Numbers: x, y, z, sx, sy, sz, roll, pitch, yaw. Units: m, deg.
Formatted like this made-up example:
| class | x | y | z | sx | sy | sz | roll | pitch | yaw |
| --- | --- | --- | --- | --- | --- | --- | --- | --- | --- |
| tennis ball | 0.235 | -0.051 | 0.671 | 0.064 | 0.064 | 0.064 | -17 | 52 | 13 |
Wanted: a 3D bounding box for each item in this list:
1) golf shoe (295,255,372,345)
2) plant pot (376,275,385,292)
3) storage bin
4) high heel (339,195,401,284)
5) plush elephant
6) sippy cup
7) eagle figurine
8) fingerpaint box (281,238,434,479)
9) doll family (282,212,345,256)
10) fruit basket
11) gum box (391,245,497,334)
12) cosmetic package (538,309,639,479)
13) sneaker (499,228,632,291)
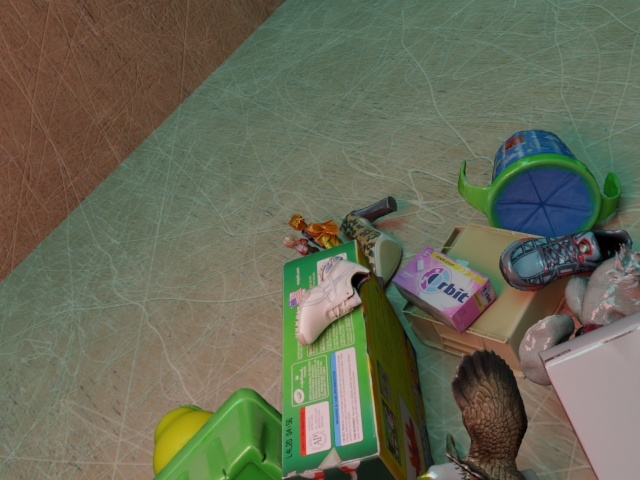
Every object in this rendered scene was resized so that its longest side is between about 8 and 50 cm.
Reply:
| class | x | y | z | sx | sy | sz | roll | pitch | yaw |
| --- | --- | --- | --- | --- | --- | --- | --- | --- | --- |
| golf shoe | 0.022 | 0.100 | 1.130 | 0.086 | 0.069 | 0.176 | 10 | 55 | 31 |
| plant pot | 0.058 | 0.154 | 1.548 | 0.180 | 0.201 | 0.201 | -7 | 44 | 7 |
| storage bin | 0.346 | 0.112 | 1.433 | 0.260 | 0.123 | 0.262 | 14 | 59 | 43 |
| high heel | 0.110 | 0.027 | 1.740 | 0.186 | 0.093 | 0.261 | -25 | 46 | 42 |
| plush elephant | 0.501 | 0.176 | 1.166 | 0.272 | 0.330 | 0.255 | 30 | 88 | 41 |
| sippy cup | 0.478 | -0.129 | 1.527 | 0.240 | 0.305 | 0.224 | -46 | 18 | 32 |
| eagle figurine | 0.260 | 0.348 | 1.075 | 0.225 | 0.298 | 0.226 | -28 | 54 | -30 |
| fingerpaint box | 0.072 | 0.290 | 1.238 | 0.163 | 0.371 | 0.444 | -19 | 42 | 14 |
| doll family | 0.000 | 0.000 | 1.697 | 0.118 | 0.163 | 0.263 | -59 | 25 | -3 |
| fruit basket | -0.191 | 0.453 | 1.267 | 0.392 | 0.283 | 0.392 | -45 | 10 | 10 |
| gum box | 0.241 | 0.093 | 1.376 | 0.107 | 0.062 | 0.188 | -44 | 40 | -12 |
| cosmetic package | 0.483 | 0.296 | 0.951 | 0.217 | 0.156 | 0.384 | -23 | 81 | 11 |
| sneaker | 0.458 | 0.019 | 1.282 | 0.262 | 0.125 | 0.104 | -11 | 73 | -17 |
